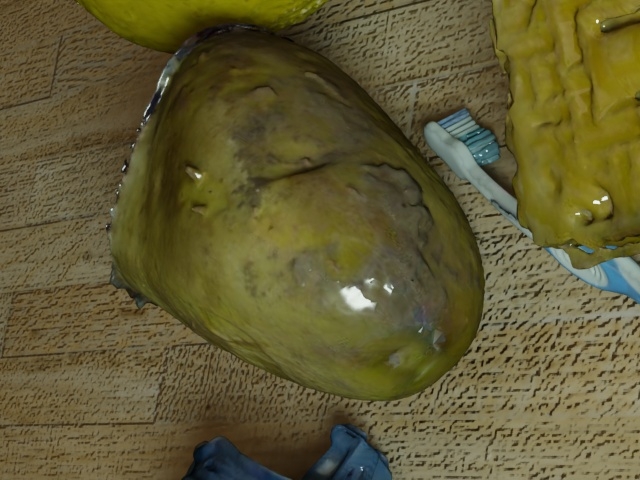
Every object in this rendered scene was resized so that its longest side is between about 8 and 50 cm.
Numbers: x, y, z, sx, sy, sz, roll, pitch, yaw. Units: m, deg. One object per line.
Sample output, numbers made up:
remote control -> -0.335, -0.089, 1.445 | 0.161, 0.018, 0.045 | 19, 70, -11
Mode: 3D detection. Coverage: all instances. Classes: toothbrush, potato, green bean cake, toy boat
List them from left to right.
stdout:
potato -> 0.000, 0.000, 1.193 | 0.266, 0.229, 0.229 | 34, 101, 48
toy boat -> 0.003, 0.189, 1.189 | 0.142, 0.129, 0.309 | -47, 35, -18
toothbrush -> 0.169, 0.016, 1.122 | 0.040, 0.040, 0.386 | -58, 40, 14
green bean cake -> 0.204, -0.107, 1.022 | 0.229, 0.131, 0.224 | -14, 84, 46

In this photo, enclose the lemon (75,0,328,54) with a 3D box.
lemon -> -0.080, -0.277, 1.370 | 0.321, 0.268, 0.268 | -26, 56, 41
